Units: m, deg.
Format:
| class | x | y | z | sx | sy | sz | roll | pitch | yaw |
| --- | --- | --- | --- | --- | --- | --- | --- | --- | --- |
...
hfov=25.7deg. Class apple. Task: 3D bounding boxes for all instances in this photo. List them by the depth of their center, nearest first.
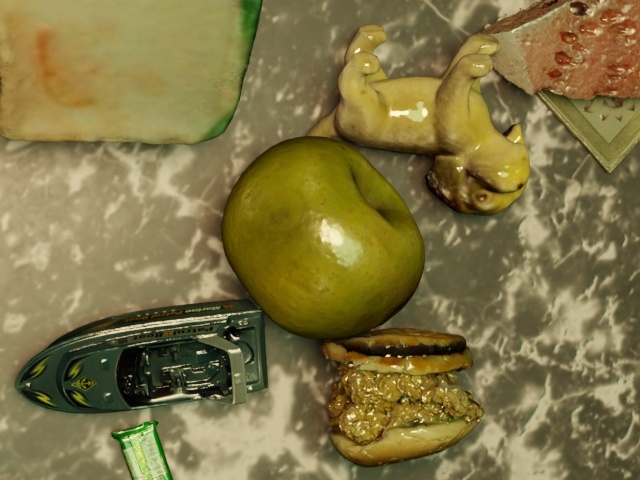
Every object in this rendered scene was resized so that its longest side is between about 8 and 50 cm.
| class | x | y | z | sx | sy | sz | roll | pitch | yaw |
| --- | --- | --- | --- | --- | --- | --- | --- | --- | --- |
| apple | 0.000 | 0.000 | 1.311 | 0.157 | 0.196 | 0.196 | -37 | 102 | 15 |

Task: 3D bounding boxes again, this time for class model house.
| class | x | y | z | sx | sy | sz | roll | pitch | yaw |
| --- | --- | --- | --- | --- | --- | --- | --- | --- | --- |
| model house | -0.185 | -0.282 | 1.203 | 0.245 | 0.312 | 0.280 | -1 | 54 | -13 |

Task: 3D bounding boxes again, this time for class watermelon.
| class | x | y | z | sx | sy | sz | roll | pitch | yaw |
| --- | --- | --- | --- | --- | --- | --- | --- | --- | --- |
| watermelon | 0.279 | -0.211 | 1.437 | 0.241 | 0.094 | 0.154 | -13 | 104 | -14 |

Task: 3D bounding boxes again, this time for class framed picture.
| class | x | y | z | sx | sy | sz | roll | pitch | yaw |
| --- | --- | --- | --- | --- | --- | --- | --- | --- | --- |
| framed picture | 0.325 | -0.210 | 1.491 | 0.173 | 0.010 | 0.231 | 44 | 80 | -12 |

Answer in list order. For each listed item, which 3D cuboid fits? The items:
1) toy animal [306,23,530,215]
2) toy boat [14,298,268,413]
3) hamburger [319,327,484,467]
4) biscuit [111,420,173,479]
| class | x | y | z | sx | sy | sz | roll | pitch | yaw |
| --- | --- | --- | --- | --- | --- | --- | --- | --- | --- |
| toy animal | 0.112 | -0.119 | 1.378 | 0.233 | 0.121 | 0.169 | 15 | 115 | -8 |
| toy boat | -0.162 | 0.116 | 1.314 | 0.246 | 0.103 | 0.093 | -7 | 117 | -11 |
| hamburger | 0.084 | 0.151 | 1.347 | 0.159 | 0.185 | 0.131 | -2 | 88 | -31 |
| biscuit | -0.167 | 0.219 | 1.355 | 0.046 | 0.016 | 0.089 | -19 | 96 | -13 |
